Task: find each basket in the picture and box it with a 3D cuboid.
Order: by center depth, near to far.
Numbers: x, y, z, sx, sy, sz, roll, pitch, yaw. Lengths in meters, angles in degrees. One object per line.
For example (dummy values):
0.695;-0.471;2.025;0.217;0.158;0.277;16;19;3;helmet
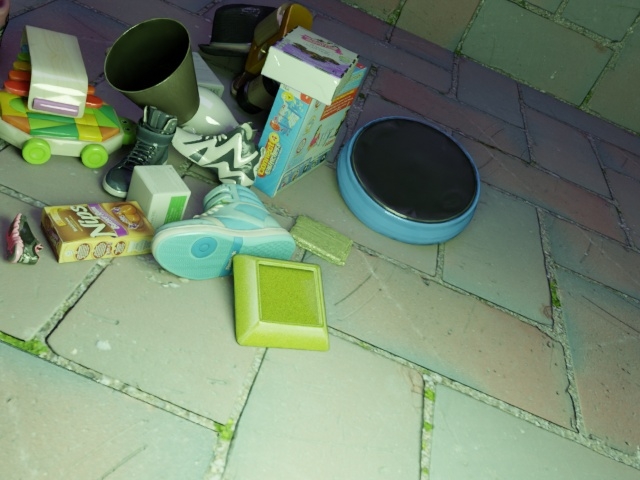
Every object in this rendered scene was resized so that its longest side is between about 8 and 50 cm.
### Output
-0.364;-0.365;1.577;0.204;0.227;0.154;-42;76;-9;basket

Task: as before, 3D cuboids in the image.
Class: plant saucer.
-0.067;0.109;1.307;0.189;0.045;0.188;8;58;-24;plant saucer

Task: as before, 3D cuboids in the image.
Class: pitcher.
-0.287;-0.284;1.730;0.207;0.125;0.177;38;48;0;pitcher

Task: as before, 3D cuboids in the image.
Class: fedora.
-0.222;-0.670;2.194;0.334;0.152;0.334;2;21;-1;fedora

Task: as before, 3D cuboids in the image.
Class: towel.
0.000;0.000;1.585;0.148;0.027;0.110;27;33;1;towel

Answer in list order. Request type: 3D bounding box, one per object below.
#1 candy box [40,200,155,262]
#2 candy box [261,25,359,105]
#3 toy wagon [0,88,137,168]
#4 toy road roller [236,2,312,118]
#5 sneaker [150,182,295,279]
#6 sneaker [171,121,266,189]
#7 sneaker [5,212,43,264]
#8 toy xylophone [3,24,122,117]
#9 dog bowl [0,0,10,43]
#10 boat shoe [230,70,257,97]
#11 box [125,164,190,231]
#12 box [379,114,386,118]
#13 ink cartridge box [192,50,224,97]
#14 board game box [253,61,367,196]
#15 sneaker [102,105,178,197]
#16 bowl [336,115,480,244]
-0.419;-0.019;1.311;0.187;0.053;0.109;-9;46;-39;candy box
-0.018;-0.391;1.530;0.165;0.070;0.196;25;33;2;candy box
-0.552;-0.266;1.559;0.345;0.068;0.267;1;40;-32;toy wagon
-0.079;-0.487;1.999;0.241;0.203;0.329;21;69;-32;toy road roller
-0.223;-0.031;1.396;0.319;0.127;0.208;5;38;-44;sneaker
-0.232;-0.233;1.616;0.235;0.153;0.094;36;4;8;sneaker
-0.524;0.001;1.228;0.057;0.047;0.119;19;34;-37;sneaker
-0.583;-0.391;1.580;0.236;0.081;0.322;10;34;-24;toy xylophone
-0.908;-0.577;1.578;0.408;0.150;0.408;36;23;-18;dog bowl
-0.200;-0.505;2.109;0.095;0.095;0.257;25;32;0;boat shoe
-0.335;-0.087;1.416;0.087;0.101;0.102;-7;44;-39;box
0.258;-0.244;2.014;0.257;0.122;0.128;25;34;1;box
-0.419;-0.490;1.990;0.223;0.045;0.224;0;39;-34;ink cartridge box
-0.033;-0.295;1.730;0.086;0.301;0.308;32;33;12;board game box
-0.386;-0.200;1.490;0.086;0.163;0.226;27;34;0;sneaker
0.237;-0.170;1.816;0.392;0.077;0.391;8;55;-12;bowl
